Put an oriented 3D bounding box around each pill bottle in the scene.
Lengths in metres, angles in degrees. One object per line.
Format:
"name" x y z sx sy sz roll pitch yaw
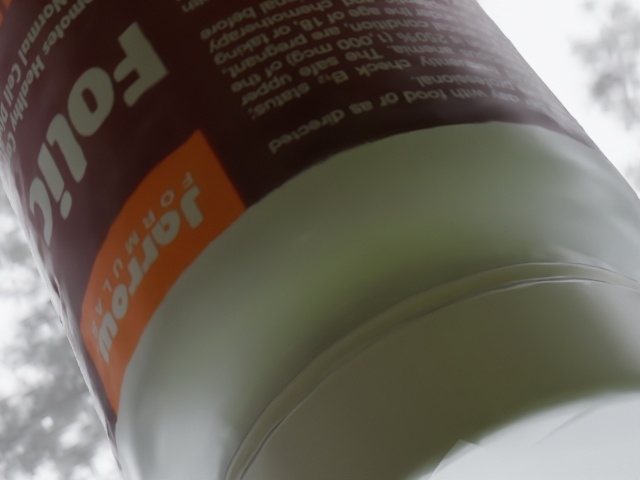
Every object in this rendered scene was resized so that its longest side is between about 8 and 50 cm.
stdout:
"pill bottle" 0.000 0.000 0.741 0.224 0.224 0.392 -24 -135 -7
